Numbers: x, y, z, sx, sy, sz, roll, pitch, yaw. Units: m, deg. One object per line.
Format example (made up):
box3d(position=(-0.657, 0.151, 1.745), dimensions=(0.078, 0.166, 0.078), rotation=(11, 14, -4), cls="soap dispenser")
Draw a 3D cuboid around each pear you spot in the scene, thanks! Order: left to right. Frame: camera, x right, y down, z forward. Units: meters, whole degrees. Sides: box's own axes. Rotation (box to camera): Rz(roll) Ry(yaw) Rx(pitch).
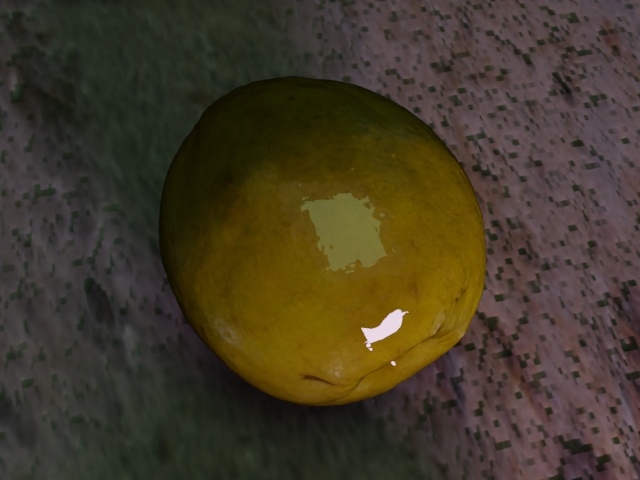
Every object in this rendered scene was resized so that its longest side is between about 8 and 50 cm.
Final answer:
box3d(position=(0.000, 0.000, 0.666), dimensions=(0.149, 0.149, 0.162), rotation=(-23, 60, -22), cls="pear")
